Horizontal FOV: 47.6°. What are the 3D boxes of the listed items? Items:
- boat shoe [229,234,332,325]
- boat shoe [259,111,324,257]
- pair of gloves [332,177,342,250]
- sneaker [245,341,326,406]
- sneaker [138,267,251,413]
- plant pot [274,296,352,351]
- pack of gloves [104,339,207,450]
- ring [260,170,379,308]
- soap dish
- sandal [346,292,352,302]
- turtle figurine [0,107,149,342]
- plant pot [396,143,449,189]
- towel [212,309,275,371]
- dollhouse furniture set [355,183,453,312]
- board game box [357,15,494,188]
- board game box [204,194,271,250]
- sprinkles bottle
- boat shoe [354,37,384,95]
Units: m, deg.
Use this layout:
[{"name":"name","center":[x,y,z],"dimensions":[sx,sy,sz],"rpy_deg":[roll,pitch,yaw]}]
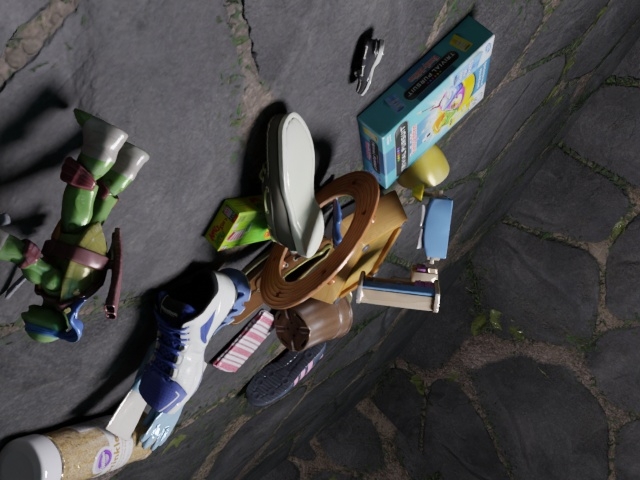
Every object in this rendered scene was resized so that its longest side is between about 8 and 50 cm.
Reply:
[{"name":"boat shoe","center":[-0.104,0.088,1.632],"dimensions":[0.307,0.104,0.110],"rpy_deg":[-48,161,5]},{"name":"boat shoe","center":[-0.064,-0.098,1.316],"dimensions":[0.109,0.091,0.305],"rpy_deg":[-51,146,-38]},{"name":"pair of gloves","center":[0.038,-0.038,1.643],"dimensions":[0.023,0.159,0.198],"rpy_deg":[0,157,1]},{"name":"sneaker","center":[-0.101,0.423,2.307],"dimensions":[0.319,0.112,0.131],"rpy_deg":[-38,157,-20]},{"name":"sneaker","center":[-0.279,0.174,1.417],"dimensions":[0.316,0.127,0.182],"rpy_deg":[-59,156,-1]},{"name":"plant pot","center":[-0.026,0.213,1.961],"dimensions":[0.165,0.167,0.167],"rpy_deg":[-22,149,-49]},{"name":"pack of gloves","center":[-0.360,0.326,1.565],"dimensions":[0.232,0.046,0.195],"rpy_deg":[-64,145,-22]},{"name":"ring","center":[0.000,0.000,1.461],"dimensions":[0.336,0.032,0.337],"rpy_deg":[-39,-153,24]},{"name":"soap dish","center":[0.092,0.022,1.899],"dimensions":[0.229,0.118,0.291],"rpy_deg":[-29,155,-41]},{"name":"sandal","center":[-0.007,0.208,2.172],"dimensions":[0.240,0.088,0.079],"rpy_deg":[-44,-166,13]},{"name":"turtle figurine","center":[-0.345,-0.029,0.892],"dimensions":[0.198,0.274,0.266],"rpy_deg":[35,78,-49]},{"name":"plant pot","center":[0.242,-0.203,1.782],"dimensions":[0.134,0.134,0.095],"rpy_deg":[-39,133,-21]},{"name":"towel","center":[-0.196,0.266,1.923],"dimensions":[0.197,0.029,0.144],"rpy_deg":[-48,162,-5]},{"name":"dollhouse furniture set","center":[0.211,-0.009,1.810],"dimensions":[0.286,0.198,0.304],"rpy_deg":[-58,154,-76]},{"name":"board game box","center":[0.235,-0.298,1.618],"dimensions":[0.336,0.079,0.254],"rpy_deg":[-44,161,-9]},{"name":"board game box","center":[-0.134,-0.040,1.406],"dimensions":[0.181,0.043,0.092],"rpy_deg":[-14,143,-57]},{"name":"sprinkles bottle","center":[-0.486,0.431,1.490],"dimensions":[0.121,0.121,0.355],"rpy_deg":[-51,161,13]},{"name":"boat shoe","center":[0.081,-0.315,1.317],"dimensions":[0.125,0.038,0.046],"rpy_deg":[114,-16,-56]}]
